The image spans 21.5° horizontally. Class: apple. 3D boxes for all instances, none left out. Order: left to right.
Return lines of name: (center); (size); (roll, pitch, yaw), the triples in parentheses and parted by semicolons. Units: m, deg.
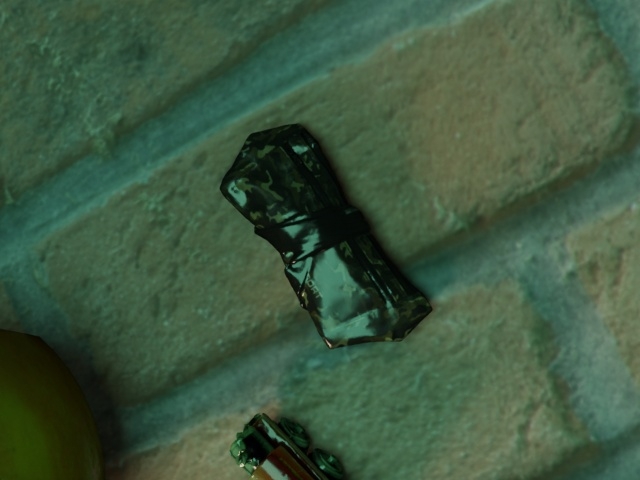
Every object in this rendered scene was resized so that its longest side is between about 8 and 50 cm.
apple: (-0.401, 0.238, 1.628); (0.384, 0.374, 0.374); (3, 93, 13)

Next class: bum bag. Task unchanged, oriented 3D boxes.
bum bag: (-0.001, 0.000, 1.627); (0.102, 0.069, 0.248); (-32, 78, -19)

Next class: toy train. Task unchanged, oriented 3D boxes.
toy train: (-0.018, 0.239, 1.616); (0.176, 0.118, 0.074); (45, 102, 11)
